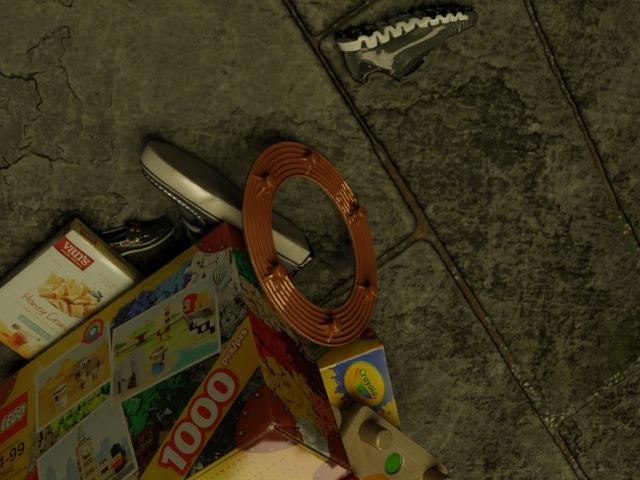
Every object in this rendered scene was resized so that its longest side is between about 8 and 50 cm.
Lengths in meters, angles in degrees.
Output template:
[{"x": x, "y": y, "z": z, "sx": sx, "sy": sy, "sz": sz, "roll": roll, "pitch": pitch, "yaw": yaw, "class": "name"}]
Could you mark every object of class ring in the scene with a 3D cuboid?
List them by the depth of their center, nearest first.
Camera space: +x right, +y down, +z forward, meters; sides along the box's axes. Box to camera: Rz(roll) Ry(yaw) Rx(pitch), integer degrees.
[{"x": 0.000, "y": 0.000, "z": 1.244, "sx": 0.032, "sy": 0.336, "sz": 0.336, "roll": -19, "pitch": 127, "yaw": 34, "class": "ring"}]

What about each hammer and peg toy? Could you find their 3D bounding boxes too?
[{"x": 0.041, "y": 0.416, "z": 1.316, "sx": 0.361, "sy": 0.127, "sz": 0.266, "roll": 41, "pitch": 74, "yaw": -30, "class": "hammer and peg toy"}]

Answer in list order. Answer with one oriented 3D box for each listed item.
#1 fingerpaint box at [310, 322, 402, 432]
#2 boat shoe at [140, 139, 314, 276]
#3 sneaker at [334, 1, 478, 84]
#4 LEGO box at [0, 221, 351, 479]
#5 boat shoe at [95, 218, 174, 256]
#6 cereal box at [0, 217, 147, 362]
[{"x": -0.035, "y": 0.390, "z": 1.489, "sx": 0.371, "sy": 0.163, "sz": 0.445, "roll": -19, "pitch": 119, "yaw": -8, "class": "fingerpaint box"}, {"x": -0.178, "y": -0.011, "z": 1.275, "sx": 0.340, "sy": 0.127, "sz": 0.158, "roll": 35, "pitch": 106, "yaw": -27, "class": "boat shoe"}, {"x": 0.142, "y": -0.313, "z": 1.268, "sx": 0.234, "sy": 0.078, "sz": 0.106, "roll": -17, "pitch": 121, "yaw": -6, "class": "sneaker"}, {"x": -0.245, "y": 0.273, "z": 1.174, "sx": 0.500, "sy": 0.372, "sz": 0.193, "roll": -35, "pitch": 135, "yaw": 14, "class": "LEGO box"}, {"x": -0.304, "y": -0.007, "z": 1.278, "sx": 0.133, "sy": 0.049, "sz": 0.042, "roll": -18, "pitch": 127, "yaw": -4, "class": "boat shoe"}, {"x": -0.416, "y": 0.095, "z": 1.268, "sx": 0.240, "sy": 0.047, "sz": 0.173, "roll": -37, "pitch": 120, "yaw": 14, "class": "cereal box"}]
